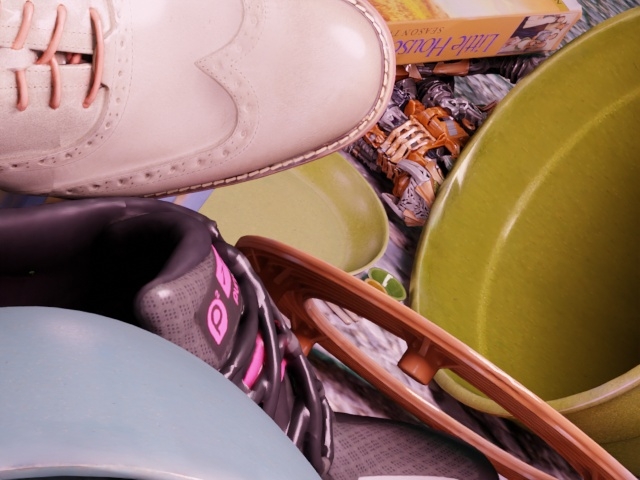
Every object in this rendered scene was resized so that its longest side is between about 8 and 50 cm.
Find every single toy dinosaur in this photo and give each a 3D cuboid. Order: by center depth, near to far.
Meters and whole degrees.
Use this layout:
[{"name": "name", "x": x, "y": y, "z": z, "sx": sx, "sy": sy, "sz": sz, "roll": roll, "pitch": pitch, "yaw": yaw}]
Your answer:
[{"name": "toy dinosaur", "x": 0.098, "y": -0.131, "z": 1.560, "sx": 0.218, "sy": 0.164, "sz": 0.322, "roll": 4, "pitch": 61, "yaw": -25}]

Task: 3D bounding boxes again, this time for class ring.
[{"name": "ring", "x": 0.076, "y": 0.106, "z": 1.084, "sx": 0.336, "sy": 0.032, "sz": 0.336, "roll": 34, "pitch": -9, "yaw": 6}]

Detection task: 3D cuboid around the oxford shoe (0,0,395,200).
[{"name": "oxford shoe", "x": -0.155, "y": -0.081, "z": 0.857, "sx": 0.397, "sy": 0.140, "sz": 0.146, "roll": -2, "pitch": 7, "yaw": -4}]

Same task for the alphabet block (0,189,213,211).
[{"name": "alphabet block", "x": -0.182, "y": -0.093, "z": 1.080, "sx": 0.197, "sy": 0.192, "sz": 0.193, "roll": 50, "pitch": 26, "yaw": 21}]

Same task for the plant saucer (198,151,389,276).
[{"name": "plant saucer", "x": -0.064, "y": -0.035, "z": 1.272, "sx": 0.241, "sy": 0.037, "sz": 0.241, "roll": 20, "pitch": 31, "yaw": -12}]

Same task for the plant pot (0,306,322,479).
[{"name": "plant pot", "x": -0.116, "y": 0.161, "z": 0.669, "sx": 0.293, "sy": 0.293, "sz": 0.235, "roll": 27, "pitch": 13, "yaw": -21}]

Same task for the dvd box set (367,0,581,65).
[{"name": "dvd box set", "x": 0.003, "y": -0.276, "z": 1.445, "sx": 0.420, "sy": 0.062, "sz": 0.307, "roll": -10, "pitch": 58, "yaw": -45}]

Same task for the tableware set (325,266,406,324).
[{"name": "tableware set", "x": 0.000, "y": 0.000, "z": 1.347, "sx": 0.154, "sy": 0.024, "sz": 0.104, "roll": 45, "pitch": 26, "yaw": 14}]

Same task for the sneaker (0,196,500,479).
[{"name": "sneaker", "x": -0.077, "y": 0.095, "z": 0.890, "sx": 0.483, "sy": 0.202, "sz": 0.185, "roll": 21, "pitch": 32, "yaw": -30}]

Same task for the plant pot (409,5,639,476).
[{"name": "plant pot", "x": 0.325, "y": 0.056, "z": 1.354, "sx": 0.353, "sy": 0.366, "sz": 0.366, "roll": 36, "pitch": 24, "yaw": -31}]
